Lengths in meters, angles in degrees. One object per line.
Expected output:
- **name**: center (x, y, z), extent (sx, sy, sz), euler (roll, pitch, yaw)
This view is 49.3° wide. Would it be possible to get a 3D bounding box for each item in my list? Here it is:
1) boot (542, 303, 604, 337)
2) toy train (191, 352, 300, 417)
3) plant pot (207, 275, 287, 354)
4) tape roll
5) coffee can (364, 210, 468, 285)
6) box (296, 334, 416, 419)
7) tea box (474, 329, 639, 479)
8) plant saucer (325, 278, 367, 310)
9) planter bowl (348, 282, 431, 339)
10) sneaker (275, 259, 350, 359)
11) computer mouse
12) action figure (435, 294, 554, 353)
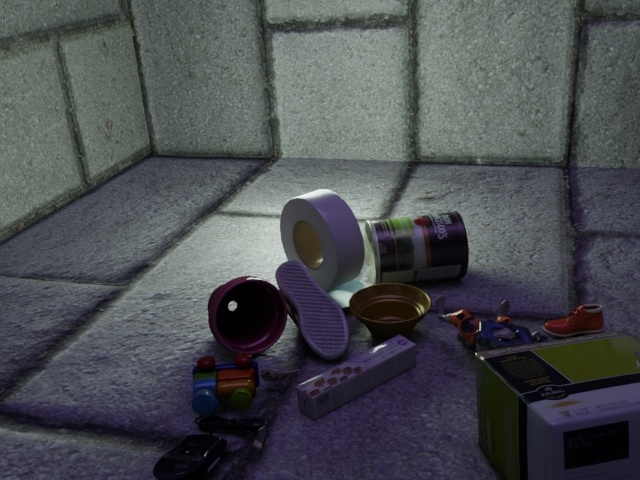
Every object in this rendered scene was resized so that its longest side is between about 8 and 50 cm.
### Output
- **boot**: center (0.649, 0.202, 1.794), extent (0.158, 0.084, 0.059), euler (-6, 25, -1)
- **toy train**: center (-0.168, 0.330, 1.579), extent (0.248, 0.105, 0.143), euler (-4, 18, -2)
- **plant pot**: center (-0.212, 0.187, 1.845), extent (0.201, 0.201, 0.180), euler (-15, 11, -24)
- **tape roll**: center (0.000, 0.000, 2.007), extent (0.100, 0.286, 0.286), euler (-21, 29, -32)
- **coffee can**: center (0.284, 0.026, 2.100), extent (0.275, 0.201, 0.201), euler (-6, 24, -4)
- **box**: center (0.090, 0.316, 1.639), extent (0.324, 0.067, 0.063), euler (-21, 29, -32)
- **tea box**: center (0.500, 0.335, 1.288), extent (0.329, 0.220, 0.323), euler (-7, 14, -7)
- **plant saucer**: center (0.044, 0.164, 2.023), extent (0.195, 0.037, 0.195), euler (-4, 23, 2)
- **planter bowl**: center (0.185, 0.201, 1.853), extent (0.217, 0.090, 0.217), euler (-3, 25, 1)
- **sneaker**: center (-0.012, 0.198, 1.857), extent (0.126, 0.127, 0.321), euler (-26, 53, -8)
- **computer mouse**: center (-0.211, 0.438, 1.422), extent (0.184, 0.060, 0.262), euler (-2, 12, 15)
- **action figure**: center (0.452, 0.267, 1.659), extent (0.341, 0.178, 0.330), euler (18, 25, -20)
